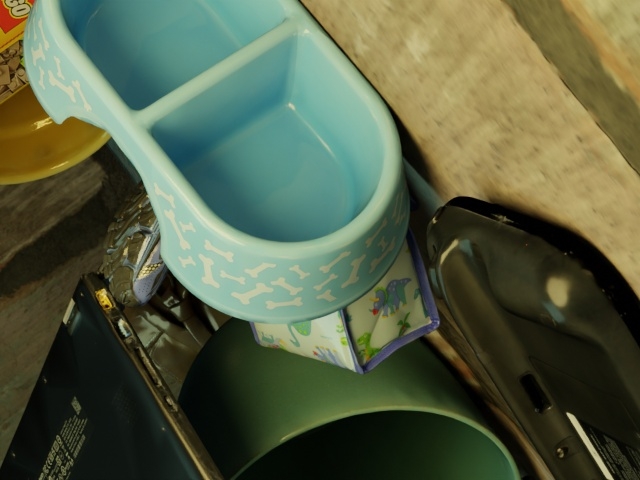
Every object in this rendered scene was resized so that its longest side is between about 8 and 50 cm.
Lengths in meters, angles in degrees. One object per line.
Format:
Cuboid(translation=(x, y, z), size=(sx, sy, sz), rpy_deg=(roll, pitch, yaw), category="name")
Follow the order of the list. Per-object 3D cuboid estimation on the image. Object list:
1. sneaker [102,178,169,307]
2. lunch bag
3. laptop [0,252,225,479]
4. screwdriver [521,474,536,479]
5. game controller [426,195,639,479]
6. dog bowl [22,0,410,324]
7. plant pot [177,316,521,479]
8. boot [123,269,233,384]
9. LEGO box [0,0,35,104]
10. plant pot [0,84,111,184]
Cuboid(translation=(-0.075, -0.035, 1.173), size=(0.087, 0.221, 0.083), rpy_deg=(42, 152, -15), category="sneaker")
Cuboid(translation=(0.000, 0.000, 1.114), size=(0.128, 0.096, 0.151), rpy_deg=(8, 123, 52), category="lunch bag")
Cuboid(translation=(-0.117, 0.146, 1.335), size=(0.408, 0.236, 0.382), rpy_deg=(56, 143, 21), category="laptop")
Cuboid(translation=(0.229, 0.266, 1.398), size=(0.170, 0.025, 0.024), rpy_deg=(45, 173, -6), category="screwdriver")
Cuboid(translation=(0.170, 0.110, 0.910), size=(0.166, 0.067, 0.319), rpy_deg=(12, 141, 57), category="game controller")
Cuboid(translation=(-0.064, -0.089, 1.002), size=(0.297, 0.166, 0.074), rpy_deg=(51, 161, 15), category="dog bowl")
Cuboid(translation=(0.001, 0.183, 1.431), size=(0.293, 0.293, 0.235), rpy_deg=(59, -176, -39), category="plant pot")
Cuboid(translation=(-0.145, -0.006, 1.608), size=(0.283, 0.220, 0.109), rpy_deg=(44, -149, 6), category="boot")
Cuboid(translation=(-0.484, -0.290, 1.766), size=(0.500, 0.372, 0.193), rpy_deg=(42, 167, 52), category="LEGO box")
Cuboid(translation=(-0.394, -0.237, 2.030), size=(0.254, 0.254, 0.239), rpy_deg=(67, 178, -62), category="plant pot")
